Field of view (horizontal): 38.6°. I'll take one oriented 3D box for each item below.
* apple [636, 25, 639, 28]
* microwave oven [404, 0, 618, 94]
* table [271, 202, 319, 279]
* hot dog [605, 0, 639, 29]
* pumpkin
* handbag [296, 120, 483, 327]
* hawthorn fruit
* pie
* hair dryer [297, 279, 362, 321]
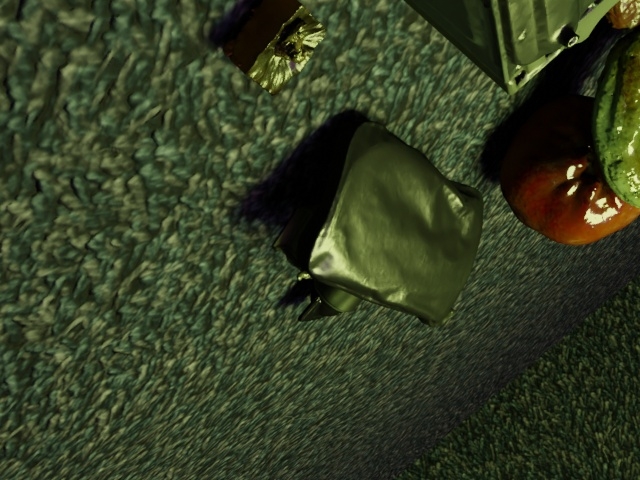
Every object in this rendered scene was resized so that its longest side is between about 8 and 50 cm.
[{"bbox_3d":[0.625,-0.382,1.356,0.365,0.295,0.329,-41,-166,1],"label":"apple"},{"bbox_3d":[0.205,-0.325,0.683,0.355,0.218,0.286,-41,158,0],"label":"microwave oven"},{"bbox_3d":[0.000,0.000,1.130,0.083,0.062,0.079,-9,140,-51],"label":"table"},{"bbox_3d":[0.422,-0.358,1.104,0.227,0.099,0.160,-46,156,15],"label":"hot dog"},{"bbox_3d":[-0.035,-0.171,0.794,0.083,0.054,0.074,-51,160,9],"label":"pumpkin"},{"bbox_3d":[0.099,-0.011,1.114,0.332,0.075,0.191,25,82,-50],"label":"handbag"},{"bbox_3d":[0.370,-0.099,1.370,0.224,0.224,0.261,-38,176,-9],"label":"hawthorn fruit"},{"bbox_3d":[0.477,-0.170,1.201,0.277,0.078,0.276,-6,109,-17],"label":"pie"},{"bbox_3d":[0.083,0.038,1.329,0.195,0.078,0.248,-49,161,21],"label":"hair dryer"}]
